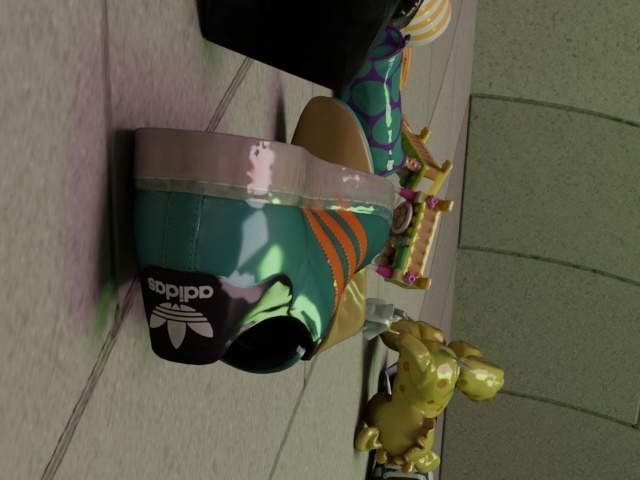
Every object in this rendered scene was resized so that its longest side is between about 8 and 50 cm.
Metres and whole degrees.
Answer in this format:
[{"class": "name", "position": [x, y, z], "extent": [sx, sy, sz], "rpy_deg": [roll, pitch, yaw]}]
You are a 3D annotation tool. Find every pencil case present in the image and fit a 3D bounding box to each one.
[{"class": "pencil case", "position": [0.049, -0.132, 1.264], "extent": [0.070, 0.064, 0.152], "rpy_deg": [-54, 153, -39]}]

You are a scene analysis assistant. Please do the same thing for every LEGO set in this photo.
[{"class": "LEGO set", "position": [0.056, -0.050, 1.372], "extent": [0.132, 0.107, 0.287], "rpy_deg": [-38, -141, 51]}]

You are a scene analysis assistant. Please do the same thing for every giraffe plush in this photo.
[{"class": "giraffe plush", "position": [0.124, 0.207, 1.734], "extent": [0.170, 0.181, 0.210], "rpy_deg": [-63, -176, 7]}]

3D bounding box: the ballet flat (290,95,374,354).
[{"class": "ballet flat", "position": [0.000, 0.000, 1.043], "extent": [0.073, 0.080, 0.232], "rpy_deg": [-37, 139, -35]}]

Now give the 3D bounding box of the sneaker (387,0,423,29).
[{"class": "sneaker", "position": [0.084, -0.313, 1.336], "extent": [0.106, 0.078, 0.234], "rpy_deg": [62, 39, -79]}]

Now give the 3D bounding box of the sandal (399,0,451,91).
[{"class": "sandal", "position": [0.111, -0.256, 1.518], "extent": [0.265, 0.076, 0.102], "rpy_deg": [77, 21, -64]}]

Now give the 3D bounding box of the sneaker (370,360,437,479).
[{"class": "sneaker", "position": [0.123, 0.285, 1.884], "extent": [0.282, 0.099, 0.153], "rpy_deg": [-83, 179, -52]}]

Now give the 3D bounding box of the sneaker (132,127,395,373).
[{"class": "sneaker", "position": [-0.033, 0.011, 0.760], "extent": [0.302, 0.108, 0.121], "rpy_deg": [9, 89, -73]}]

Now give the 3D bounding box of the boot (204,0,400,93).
[{"class": "boot", "position": [0.058, -0.357, 0.788], "extent": [0.367, 0.146, 0.445], "rpy_deg": [96, 14, -47]}]
